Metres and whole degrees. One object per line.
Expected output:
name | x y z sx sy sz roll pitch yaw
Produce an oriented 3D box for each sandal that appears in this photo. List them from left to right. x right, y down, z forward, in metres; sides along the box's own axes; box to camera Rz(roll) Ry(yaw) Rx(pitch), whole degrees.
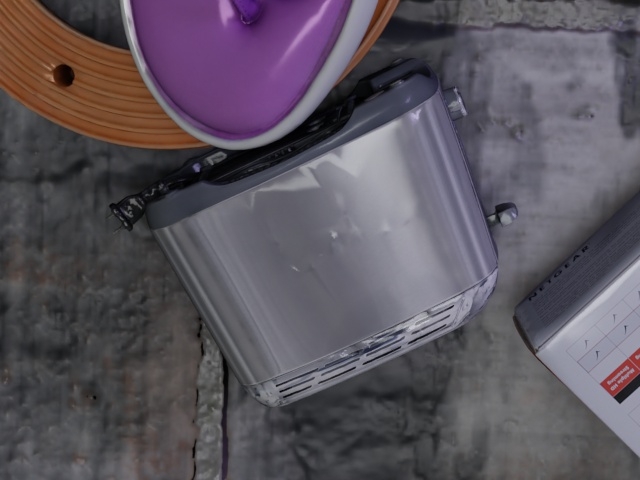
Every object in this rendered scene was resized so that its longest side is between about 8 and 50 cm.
sandal | -0.033 -0.247 0.987 0.169 0.102 0.416 24 110 23

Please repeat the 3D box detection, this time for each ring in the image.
ring | -0.096 -0.219 1.097 0.337 0.032 0.336 4 102 18

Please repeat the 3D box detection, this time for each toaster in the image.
toaster | 0.000 0.000 1.124 0.227 0.129 0.146 -25 100 7

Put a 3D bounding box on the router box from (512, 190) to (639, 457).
router box | 0.338 0.042 1.123 0.335 0.082 0.301 -43 104 8
